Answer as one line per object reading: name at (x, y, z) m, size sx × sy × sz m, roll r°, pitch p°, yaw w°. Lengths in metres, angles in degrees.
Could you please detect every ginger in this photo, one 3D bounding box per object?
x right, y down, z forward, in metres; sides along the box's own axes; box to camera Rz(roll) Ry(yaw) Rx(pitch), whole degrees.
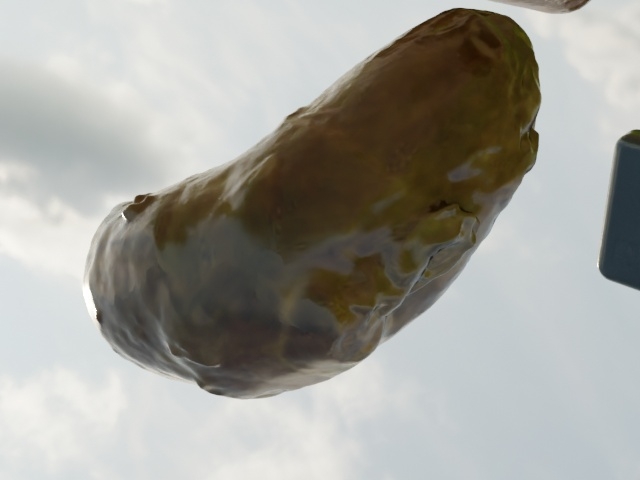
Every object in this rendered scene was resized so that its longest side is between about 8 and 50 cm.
ginger at (0.000, 0.000, 0.756) m, size 0.165 × 0.321 × 0.172 m, roll 29°, pitch -141°, yaw -54°

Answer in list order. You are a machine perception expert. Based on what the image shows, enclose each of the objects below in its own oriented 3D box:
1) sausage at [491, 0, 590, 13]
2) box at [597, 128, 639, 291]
sausage at (0.081, -0.228, 0.885) m, size 0.270 × 0.109 × 0.109 m, roll 12°, pitch -150°, yaw -13°
box at (0.372, -0.005, 1.185) m, size 0.230 × 0.160 × 0.050 m, roll 21°, pitch -153°, yaw 39°
